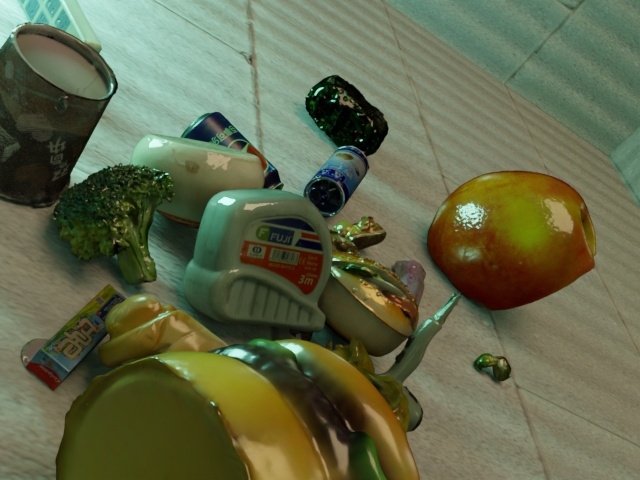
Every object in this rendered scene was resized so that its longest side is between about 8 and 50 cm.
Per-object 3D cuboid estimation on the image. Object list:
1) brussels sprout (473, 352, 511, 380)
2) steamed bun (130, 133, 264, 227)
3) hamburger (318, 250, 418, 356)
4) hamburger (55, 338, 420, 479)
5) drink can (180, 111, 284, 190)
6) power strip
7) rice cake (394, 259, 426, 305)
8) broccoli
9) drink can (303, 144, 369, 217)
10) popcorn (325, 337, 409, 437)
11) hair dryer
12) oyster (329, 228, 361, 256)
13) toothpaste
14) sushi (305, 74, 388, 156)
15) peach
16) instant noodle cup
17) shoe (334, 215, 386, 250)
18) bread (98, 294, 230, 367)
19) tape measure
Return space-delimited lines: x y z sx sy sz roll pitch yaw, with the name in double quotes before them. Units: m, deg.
"brussels sprout" 0.369 0.266 1.960 0.083 0.046 0.051 30 71 -22
"steamed bun" -0.215 -0.095 1.586 0.232 0.145 0.232 12 8 -2
"hamburger" 0.076 0.112 1.642 0.237 0.147 0.237 38 -5 4
"hamburger" -0.069 0.300 0.977 0.277 0.396 0.395 1 48 -45
"drink can" -0.172 -0.144 1.766 0.205 0.118 0.118 45 27 4
"power strip" -0.510 -0.438 1.754 0.043 0.106 0.367 4 46 -48
"rice cake" 0.171 0.111 1.920 0.081 0.051 0.290 41 27 -3
"broccoli" -0.300 -0.020 1.400 0.194 0.194 0.219 39 4 -6
"drink can" 0.038 -0.135 2.052 0.097 0.097 0.235 41 27 -2
"popcorn" 0.027 0.260 1.388 0.218 0.169 0.189 9 32 -20
"hair dryer" 0.096 0.186 1.524 0.229 0.267 0.092 12 12 -24
"oyster" 0.006 0.002 1.865 0.177 0.056 0.105 28 23 -17
"toothpaste" -0.331 0.120 1.254 0.070 0.044 0.193 41 27 -4
"sushi" 0.062 -0.306 2.297 0.225 0.124 0.127 45 27 -8
"peach" 0.432 -0.008 2.169 0.242 0.380 0.306 -29 99 -63
"instant noodle cup" -0.434 -0.198 1.403 0.217 0.207 0.217 31 28 -19
"shoe" 0.082 -0.015 1.966 0.109 0.072 0.069 -21 52 -12
"bread" -0.165 0.199 1.231 0.311 0.173 0.121 39 63 -10
"tape measure" -0.096 0.036 1.511 0.243 0.246 0.125 11 3 -42
